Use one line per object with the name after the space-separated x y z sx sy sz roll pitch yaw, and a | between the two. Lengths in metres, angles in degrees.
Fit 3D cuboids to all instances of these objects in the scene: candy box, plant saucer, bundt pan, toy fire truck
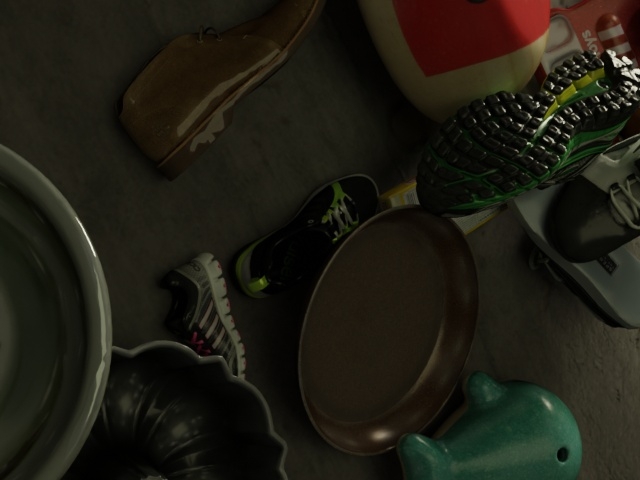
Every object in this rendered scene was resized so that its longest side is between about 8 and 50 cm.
0.162 -0.049 1.492 0.206 0.027 0.105 -30 117 -35 | candy box
0.076 0.104 1.396 0.310 0.050 0.311 -16 114 -40 | plant saucer
-0.202 0.267 1.218 0.330 0.124 0.331 2 87 -32 | bundt pan
0.440 -0.218 1.632 0.253 0.169 0.302 -27 102 -5 | toy fire truck
-0.384 0.091 1.075 0.400 0.100 0.401 0 85 2 | plant saucer

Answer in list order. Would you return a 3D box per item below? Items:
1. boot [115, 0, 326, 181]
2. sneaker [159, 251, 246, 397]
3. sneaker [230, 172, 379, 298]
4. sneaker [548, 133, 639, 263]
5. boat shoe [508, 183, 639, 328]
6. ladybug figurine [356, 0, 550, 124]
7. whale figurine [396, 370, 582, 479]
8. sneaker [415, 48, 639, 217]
-0.108 -0.214 1.318 0.115 0.112 0.305 45 68 -10 | boot
-0.137 0.102 1.303 0.074 0.063 0.170 -14 90 -31 | sneaker
0.000 0.000 1.370 0.234 0.097 0.084 -39 107 -27 | sneaker
0.440 -0.088 1.472 0.330 0.146 0.122 -36 98 -9 | sneaker
0.338 -0.001 1.569 0.306 0.105 0.113 43 70 -10 | boat shoe
0.163 -0.359 1.408 0.305 0.161 0.449 -42 119 -44 | ladybug figurine
0.220 0.273 1.455 0.272 0.141 0.216 -5 91 -38 | whale figurine
0.259 -0.103 1.415 0.343 0.146 0.134 -25 57 -26 | sneaker
